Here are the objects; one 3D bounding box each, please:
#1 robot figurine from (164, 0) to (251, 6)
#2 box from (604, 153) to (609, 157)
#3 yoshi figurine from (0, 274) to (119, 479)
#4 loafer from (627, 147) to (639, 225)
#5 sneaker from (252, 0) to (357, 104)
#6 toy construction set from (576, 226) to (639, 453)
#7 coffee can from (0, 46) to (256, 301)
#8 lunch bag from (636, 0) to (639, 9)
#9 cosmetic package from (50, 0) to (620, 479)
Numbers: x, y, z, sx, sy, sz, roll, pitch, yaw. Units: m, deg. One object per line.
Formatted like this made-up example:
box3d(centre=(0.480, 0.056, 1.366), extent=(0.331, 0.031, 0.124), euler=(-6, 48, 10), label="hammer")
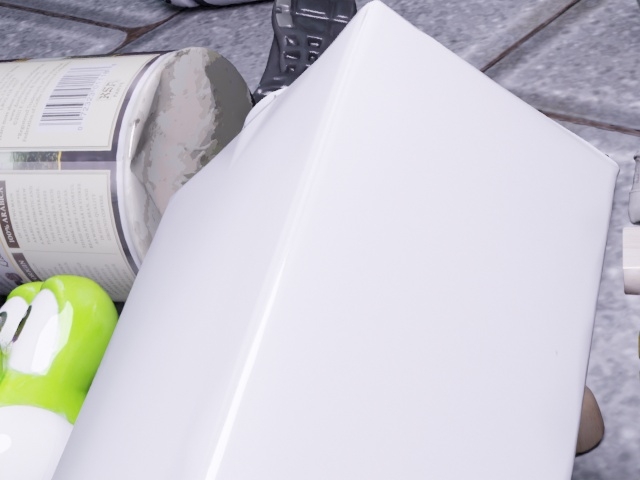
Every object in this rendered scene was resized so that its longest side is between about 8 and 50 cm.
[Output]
box3d(centre=(-0.096, -0.371, 1.462), extent=(0.278, 0.209, 0.173), euler=(-3, 56, 20), label="robot figurine")
box3d(centre=(0.089, -0.022, 0.882), extent=(0.220, 0.051, 0.175), euler=(-2, 11, 23), label="box")
box3d(centre=(-0.224, 0.155, 0.567), extent=(0.203, 0.203, 0.362), euler=(10, 61, 18), label="yoshi figurine")
box3d(centre=(0.353, -0.011, 0.767), extent=(0.319, 0.112, 0.111), euler=(20, 90, 33), label="loafer")
box3d(centre=(-0.015, -0.122, 1.115), extent=(0.101, 0.106, 0.267), euler=(12, 58, 5), label="sneaker")
box3d(centre=(0.189, 0.038, 0.624), extent=(0.309, 0.237, 0.257), euler=(12, 42, 39), label="toy construction set")
box3d(centre=(-0.209, -0.050, 0.983), extent=(0.275, 0.201, 0.201), euler=(2, 36, 27), label="coffee can")
box3d(centre=(0.407, -0.215, 0.936), extent=(0.305, 0.212, 0.256), euler=(-14, 32, 4), label="lunch bag")
box3d(centre=(-0.020, 0.117, 0.506), extent=(0.217, 0.156, 0.385), euler=(-35, 29, 52), label="cosmetic package")
